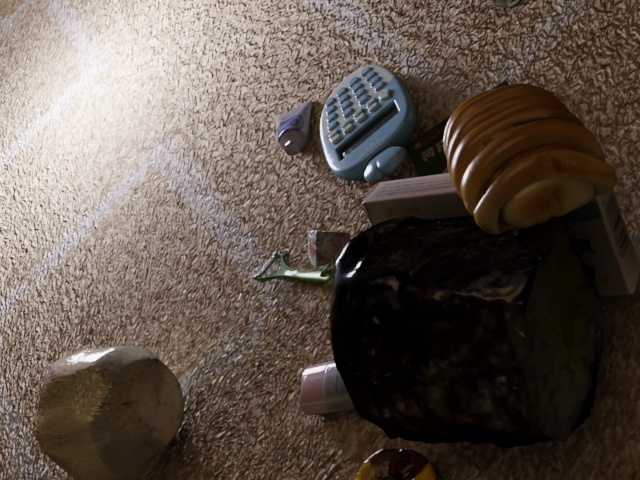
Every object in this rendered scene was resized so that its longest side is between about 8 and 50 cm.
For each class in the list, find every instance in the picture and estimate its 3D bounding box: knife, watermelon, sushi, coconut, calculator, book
[{"bbox_3d":[-0.034,0.052,1.779,0.166,0.022,0.078,7,51,40],"label":"knife"},{"bbox_3d":[0.000,0.000,1.759,0.085,0.061,0.085,-11,47,13],"label":"watermelon"},{"bbox_3d":[0.194,0.116,1.347,0.294,0.299,0.281,-6,35,33],"label":"sushi"},{"bbox_3d":[-0.356,0.285,1.726,0.230,0.227,0.227,-16,51,30],"label":"coconut"},{"bbox_3d":[0.082,-0.202,1.843,0.188,0.042,0.303,-38,40,17],"label":"calculator"},{"bbox_3d":[0.257,-0.115,1.666,0.202,0.027,0.264,-33,45,17],"label":"book"}]

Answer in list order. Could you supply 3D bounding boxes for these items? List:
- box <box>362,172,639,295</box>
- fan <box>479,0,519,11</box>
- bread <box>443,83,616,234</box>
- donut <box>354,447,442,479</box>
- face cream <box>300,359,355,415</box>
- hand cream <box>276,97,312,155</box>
[{"bbox_3d":[0.247,-0.007,1.466,0.343,0.200,0.065,-6,34,36],"label":"box"},{"bbox_3d":[0.325,-0.423,1.855,0.080,0.003,0.060,-45,42,2],"label":"fan"},{"bbox_3d":[0.238,-0.116,1.307,0.172,0.121,0.311,-22,22,5],"label":"bread"},{"bbox_3d":[0.106,0.349,1.425,0.140,0.059,0.140,-21,49,26],"label":"donut"},{"bbox_3d":[0.062,0.210,1.565,0.198,0.057,0.084,-15,51,32],"label":"face cream"},{"bbox_3d":[-0.052,-0.211,1.972,0.084,0.053,0.142,-27,36,21],"label":"hand cream"}]
